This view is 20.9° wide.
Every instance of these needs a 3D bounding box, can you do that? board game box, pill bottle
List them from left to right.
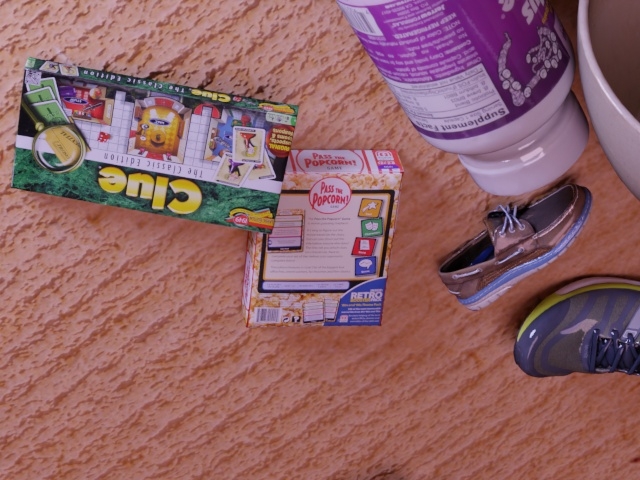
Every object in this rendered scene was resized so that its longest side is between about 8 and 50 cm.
[{"bbox_3d":[-0.160,-0.089,1.661,0.259,0.030,0.136,9,124,-5],"label":"board game box"},{"bbox_3d":[0.000,0.000,1.772,0.146,0.045,0.193,0,124,-11],"label":"board game box"},{"bbox_3d":[0.133,-0.187,1.594,0.169,0.169,0.301,-29,125,9],"label":"pill bottle"}]

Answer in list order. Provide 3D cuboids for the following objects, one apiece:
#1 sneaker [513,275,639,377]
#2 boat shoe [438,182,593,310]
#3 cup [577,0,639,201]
[{"bbox_3d":[0.357,0.108,1.873,0.300,0.121,0.111,-8,125,-6],"label":"sneaker"},{"bbox_3d":[0.200,0.000,1.800,0.066,0.066,0.183,37,110,-29],"label":"boat shoe"},{"bbox_3d":[0.389,-0.132,1.625,0.331,0.331,0.237,-8,151,-6],"label":"cup"}]
